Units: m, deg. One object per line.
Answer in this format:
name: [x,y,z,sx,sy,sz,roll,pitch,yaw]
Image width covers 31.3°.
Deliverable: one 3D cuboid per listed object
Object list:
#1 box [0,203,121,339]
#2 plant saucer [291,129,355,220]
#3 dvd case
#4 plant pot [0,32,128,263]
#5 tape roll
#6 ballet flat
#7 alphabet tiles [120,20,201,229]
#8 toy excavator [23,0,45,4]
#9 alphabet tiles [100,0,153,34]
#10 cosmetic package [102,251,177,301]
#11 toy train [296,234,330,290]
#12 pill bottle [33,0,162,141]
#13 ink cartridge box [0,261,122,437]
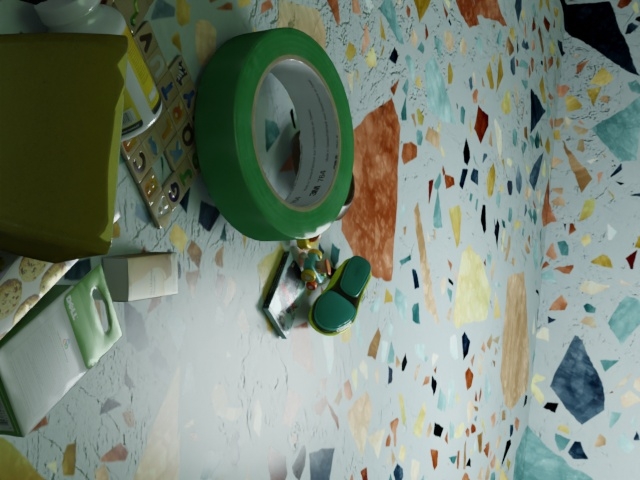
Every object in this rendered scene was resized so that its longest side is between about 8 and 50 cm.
box: [-0.337,0.030,1.273,0.324,0.063,0.067,-54,138,-49]
plant saucer: [0.011,-0.117,1.951,0.168,0.029,0.168,35,44,-44]
dvd case: [-0.057,0.090,1.892,0.087,0.013,0.119,63,39,-43]
plant pot: [-0.319,-0.095,1.130,0.187,0.212,0.212,6,84,-27]
tape roll: [-0.063,-0.159,1.743,0.321,0.077,0.321,9,79,-57]
ballet flat: [0.029,0.112,2.002,0.077,0.077,0.231,-53,-178,38]
alphabet tiles: [-0.220,-0.168,1.564,0.198,0.009,0.237,-62,143,-43]
toy excavator: [-0.451,-0.377,0.928,0.433,0.222,0.445,-27,101,-60]
alphabet tiles: [-0.264,-0.447,1.469,0.285,0.011,0.343,61,39,-44]
cosmetic package: [-0.235,0.047,1.501,0.115,0.041,0.060,-10,100,-63]
toy train: [0.000,0.000,1.951,0.125,0.046,0.166,-23,107,-65]
pill bottle: [-0.267,-0.214,1.363,0.103,0.103,0.184,-63,144,-41]
ink cartridge box: [-0.319,0.119,1.312,0.209,0.062,0.109,-50,134,-52]
